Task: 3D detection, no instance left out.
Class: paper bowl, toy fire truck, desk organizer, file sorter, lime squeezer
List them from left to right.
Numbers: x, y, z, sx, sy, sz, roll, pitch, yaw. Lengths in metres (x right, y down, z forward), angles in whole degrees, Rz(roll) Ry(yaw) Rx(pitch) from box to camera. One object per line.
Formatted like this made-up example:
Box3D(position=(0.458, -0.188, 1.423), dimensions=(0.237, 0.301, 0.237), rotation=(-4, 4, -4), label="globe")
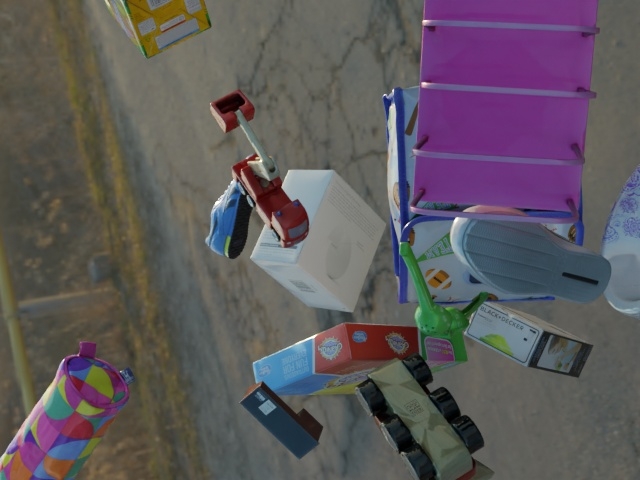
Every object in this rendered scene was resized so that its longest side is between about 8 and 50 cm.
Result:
Box3D(position=(-0.079, -0.094, 1.315), dimensions=(0.192, 0.047, 0.135), rotation=(54, 162, 19), label="toy fire truck")
Box3D(position=(-0.058, 0.269, 1.505), dimensions=(0.130, 0.050, 0.047), rotation=(45, 112, -7), label="desk organizer")
Box3D(position=(0.183, 0.324, 1.586), dimensions=(0.217, 0.158, 0.246), rotation=(51, 164, 39), label="toy fire truck")
Box3D(position=(0.185, 0.099, 1.493), dimensions=(0.059, 0.310, 0.110), rotation=(-19, 65, 27), label="lime squeezer")
Box3D(position=(0.206, -0.171, 1.102), dimensions=(0.182, 0.202, 0.291), rotation=(-44, -42, -75), label="file sorter")
Box3D(position=(0.572, -0.001, 1.522), dimensions=(0.284, 0.148, 0.284), rotation=(-162, 90, -77), label="paper bowl")

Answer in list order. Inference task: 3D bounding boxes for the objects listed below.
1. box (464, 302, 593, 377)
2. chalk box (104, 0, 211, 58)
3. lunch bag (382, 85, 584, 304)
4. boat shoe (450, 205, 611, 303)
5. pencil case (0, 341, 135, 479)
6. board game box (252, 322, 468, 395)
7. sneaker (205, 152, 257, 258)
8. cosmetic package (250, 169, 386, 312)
Box3D(position=(0.459, 0.216, 2.137), dimensions=(0.169, 0.290, 0.087), rotation=(27, 95, 36), label="box")
Box3D(position=(-0.301, -0.436, 1.666), dimensions=(0.213, 0.132, 0.132), rotation=(52, 165, 37), label="chalk box")
Box3D(position=(0.283, -0.081, 1.718), dimensions=(0.239, 0.328, 0.385), rotation=(-87, -5, -86), label="lunch bag")
Box3D(position=(0.275, 0.020, 1.341), dimensions=(0.094, 0.302, 0.109), rotation=(32, 99, 52), label="boat shoe")
Box3D(position=(-0.332, 0.246, 1.250), dimensions=(0.236, 0.104, 0.104), rotation=(-53, 45, 23), label="pencil case")
Box3D(position=(0.075, 0.219, 1.770), dimensions=(0.242, 0.316, 0.064), rotation=(-28, 65, 41), label="board game box")
Box3D(position=(-0.164, -0.071, 1.807), dimensions=(0.082, 0.069, 0.209), rotation=(28, 111, 27), label="sneaker")
Box3D(position=(0.000, 0.000, 2.084), dimensions=(0.138, 0.224, 0.225), rotation=(5, 63, 41), label="cosmetic package")
